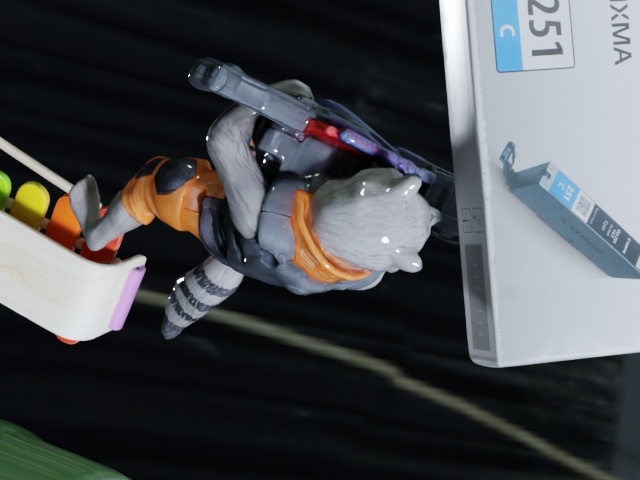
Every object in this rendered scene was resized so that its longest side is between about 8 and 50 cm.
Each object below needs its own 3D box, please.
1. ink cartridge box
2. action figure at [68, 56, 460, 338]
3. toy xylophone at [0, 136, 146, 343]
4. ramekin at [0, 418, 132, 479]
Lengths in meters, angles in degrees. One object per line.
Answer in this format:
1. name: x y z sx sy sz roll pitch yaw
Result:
1. ink cartridge box: 0.224 -0.069 1.425 0.066 0.261 0.296 179 86 -73
2. action figure: 0.000 0.000 1.525 0.330 0.341 0.178 -7 63 62
3. toy xylophone: -0.358 -0.015 2.394 0.323 0.081 0.236 36 122 5
4. ramekin: -0.264 0.317 1.718 0.148 0.303 0.303 12 89 29
